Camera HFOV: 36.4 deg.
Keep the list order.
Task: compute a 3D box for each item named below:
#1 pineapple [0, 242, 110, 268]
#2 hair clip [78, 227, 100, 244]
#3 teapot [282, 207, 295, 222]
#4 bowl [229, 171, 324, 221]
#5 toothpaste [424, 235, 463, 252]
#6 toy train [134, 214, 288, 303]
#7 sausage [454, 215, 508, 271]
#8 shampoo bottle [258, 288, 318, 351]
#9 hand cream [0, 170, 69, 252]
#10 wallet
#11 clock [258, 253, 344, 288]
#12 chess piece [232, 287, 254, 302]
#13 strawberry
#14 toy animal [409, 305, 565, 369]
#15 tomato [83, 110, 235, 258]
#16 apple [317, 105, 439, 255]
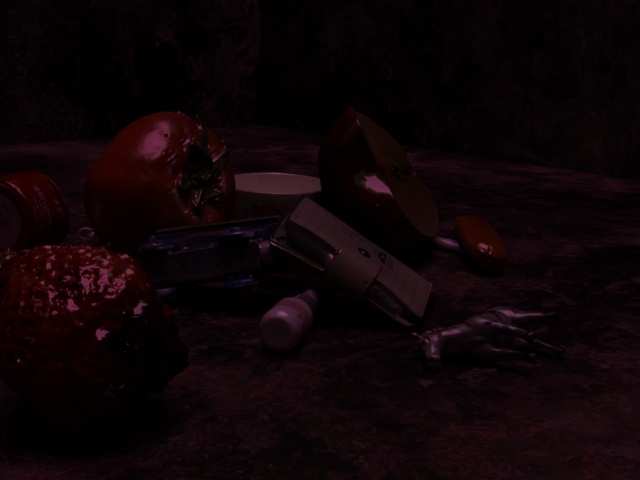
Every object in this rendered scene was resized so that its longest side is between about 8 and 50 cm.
[{"bbox_3d":[-0.448,0.075,1.668,0.169,0.169,0.340,13,16,36],"label":"pineapple"},{"bbox_3d":[-0.474,-0.022,2.320,0.072,0.034,0.226,13,16,39],"label":"hair clip"},{"bbox_3d":[-0.008,0.005,2.197,0.116,0.148,0.146,-39,40,-12],"label":"teapot"},{"bbox_3d":[-0.110,-0.077,2.383,0.277,0.145,0.277,2,12,0],"label":"bowl"},{"bbox_3d":[0.311,0.010,2.344,0.190,0.031,0.048,12,18,26],"label":"toothpaste"},{"bbox_3d":[-0.213,0.036,1.858,0.300,0.131,0.202,-6,8,14],"label":"toy train"},{"bbox_3d":[0.365,0.006,2.219,0.098,0.098,0.238,1,18,-6],"label":"sausage"},{"bbox_3d":[-0.047,0.131,1.667,0.074,0.074,0.192,6,12,13],"label":"shampoo bottle"},{"bbox_3d":[-0.646,-0.050,2.074,0.193,0.193,0.125,8,16,23],"label":"hand cream"},{"bbox_3d":[0.064,0.038,1.819,0.310,0.077,0.223,34,16,0],"label":"wallet"},{"bbox_3d":[-0.030,0.039,2.013,0.202,0.096,0.143,4,11,0],"label":"clock"},{"bbox_3d":[-0.156,0.094,1.896,0.035,0.035,0.092,-2,10,-18],"label":"chess piece"},{"bbox_3d":[-0.331,0.119,1.299,0.288,0.250,0.238,30,61,18],"label":"strawberry"},{"bbox_3d":[0.289,0.159,1.594,0.255,0.089,0.170,-3,11,-34],"label":"toy animal"},{"bbox_3d":[-0.355,-0.110,2.109,0.273,0.341,0.341,-8,6,31],"label":"tomato"},{"bbox_3d":[0.145,-0.135,2.272,0.295,0.328,0.365,10,7,19],"label":"apple"}]
